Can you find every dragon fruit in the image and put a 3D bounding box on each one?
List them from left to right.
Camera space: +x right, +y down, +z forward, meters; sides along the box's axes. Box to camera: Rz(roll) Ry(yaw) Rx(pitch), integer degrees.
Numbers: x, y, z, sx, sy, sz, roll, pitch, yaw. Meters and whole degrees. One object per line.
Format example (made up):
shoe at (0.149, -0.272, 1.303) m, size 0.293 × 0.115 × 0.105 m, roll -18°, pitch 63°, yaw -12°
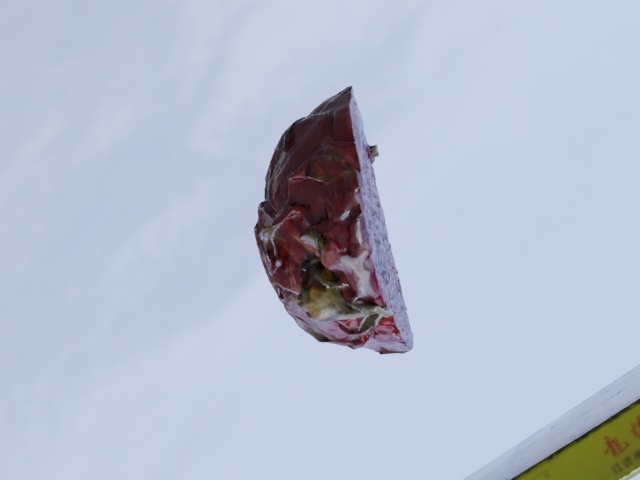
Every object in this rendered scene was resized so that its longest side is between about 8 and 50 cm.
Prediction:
dragon fruit at (0.000, 0.000, 1.111) m, size 0.083 × 0.162 × 0.106 m, roll -8°, pitch -168°, yaw 6°

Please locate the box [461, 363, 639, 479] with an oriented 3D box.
box at (0.153, 0.120, 1.120) m, size 0.279 × 0.041 × 0.153 m, roll -35°, pitch 177°, yaw 10°
